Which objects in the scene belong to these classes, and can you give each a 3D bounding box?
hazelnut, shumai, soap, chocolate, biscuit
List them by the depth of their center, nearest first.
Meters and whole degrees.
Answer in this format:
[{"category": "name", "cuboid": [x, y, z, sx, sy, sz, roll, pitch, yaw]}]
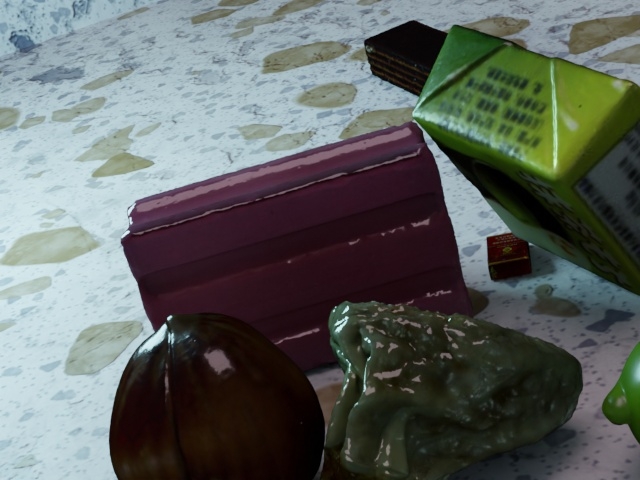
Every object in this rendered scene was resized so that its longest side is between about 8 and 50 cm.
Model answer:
[{"category": "shumai", "cuboid": [0.115, 0.181, 1.423, 0.260, 0.222, 0.225, 9, -11, -18]}, {"category": "hazelnut", "cuboid": [-0.103, 0.171, 1.452, 0.229, 0.229, 0.229, -13, 25, 6]}, {"category": "chocolate", "cuboid": [0.279, -0.083, 1.654, 0.137, 0.301, 0.289, -53, 40, -6]}, {"category": "soap", "cuboid": [-0.024, 0.028, 1.688, 0.359, 0.233, 0.128, -16, 23, 0]}, {"category": "biscuit", "cuboid": [0.199, -0.280, 2.390, 0.107, 0.073, 0.388, -24, 27, -15]}]

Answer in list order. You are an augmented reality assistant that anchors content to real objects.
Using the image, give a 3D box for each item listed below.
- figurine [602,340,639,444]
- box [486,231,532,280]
[{"category": "figurine", "cuboid": [0.387, 0.129, 1.366, 0.263, 0.143, 0.162, -17, 19, -33]}, {"category": "box", "cuboid": [0.232, 0.017, 1.808, 0.051, 0.023, 0.082, -12, 25, 10]}]
